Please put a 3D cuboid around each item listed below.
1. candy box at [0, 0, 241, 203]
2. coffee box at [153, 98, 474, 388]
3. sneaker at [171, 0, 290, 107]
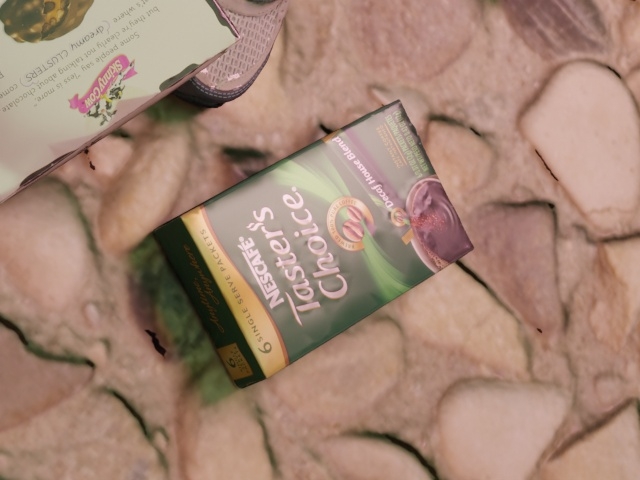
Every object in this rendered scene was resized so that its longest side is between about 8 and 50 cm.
[{"bbox_3d":[-0.167,-0.143,0.975,0.165,0.070,0.196,-35,98,-12],"label":"candy box"},{"bbox_3d":[0.000,0.000,1.087,0.184,0.040,0.113,-29,94,-33],"label":"coffee box"},{"bbox_3d":[-0.039,-0.218,1.047,0.110,0.122,0.283,13,88,-31],"label":"sneaker"}]
